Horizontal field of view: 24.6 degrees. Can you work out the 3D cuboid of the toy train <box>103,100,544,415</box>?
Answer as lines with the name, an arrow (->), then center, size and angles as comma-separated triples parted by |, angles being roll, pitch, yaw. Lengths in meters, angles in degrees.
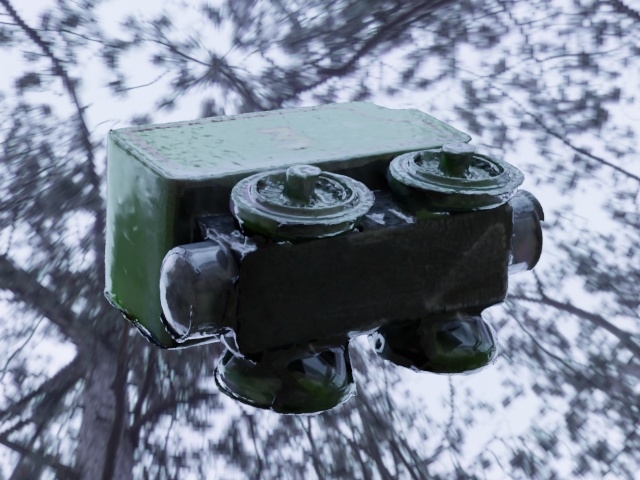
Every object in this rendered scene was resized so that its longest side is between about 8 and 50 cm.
toy train -> 0.000, 0.000, 1.087 | 0.307, 0.249, 0.173 | -10, -64, -30
